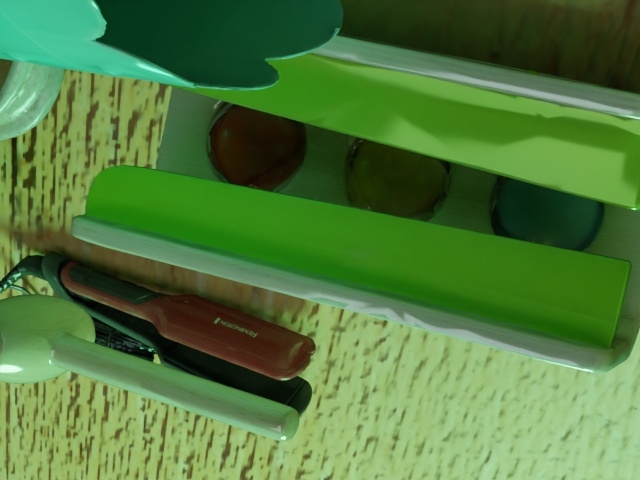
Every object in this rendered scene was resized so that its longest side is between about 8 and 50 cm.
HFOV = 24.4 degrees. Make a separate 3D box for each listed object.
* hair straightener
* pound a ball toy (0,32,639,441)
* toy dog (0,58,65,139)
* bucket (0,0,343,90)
[{"bbox_3d":[-0.111,0.069,0.946,0.230,0.047,0.089,16,133,17],"label":"hair straightener"},{"bbox_3d":[0.000,0.000,0.740,0.319,0.135,0.208,13,97,19],"label":"pound a ball toy"},{"bbox_3d":[-0.245,-0.066,0.822,0.220,0.161,0.334,34,119,6],"label":"toy dog"},{"bbox_3d":[-0.103,-0.189,0.554,0.183,0.281,0.281,7,130,27],"label":"bucket"}]
